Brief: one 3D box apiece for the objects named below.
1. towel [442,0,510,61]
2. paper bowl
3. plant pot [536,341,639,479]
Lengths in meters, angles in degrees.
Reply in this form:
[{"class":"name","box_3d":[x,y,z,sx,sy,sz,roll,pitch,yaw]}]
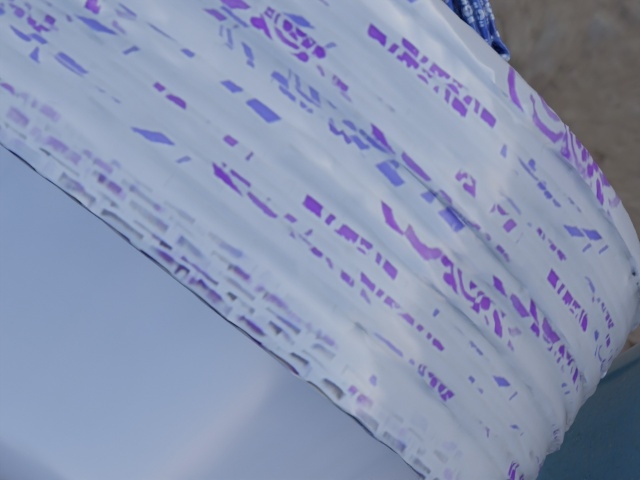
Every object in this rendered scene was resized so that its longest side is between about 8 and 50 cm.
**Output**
[{"class":"towel","box_3d":[0.031,-0.258,1.169,0.040,0.243,0.336,-22,94,0]},{"class":"paper bowl","box_3d":[-0.063,-0.004,0.522,0.284,0.284,0.148,35,80,3]},{"class":"plant pot","box_3d":[0.227,0.126,0.791,0.255,0.271,0.272,-17,92,49]}]
